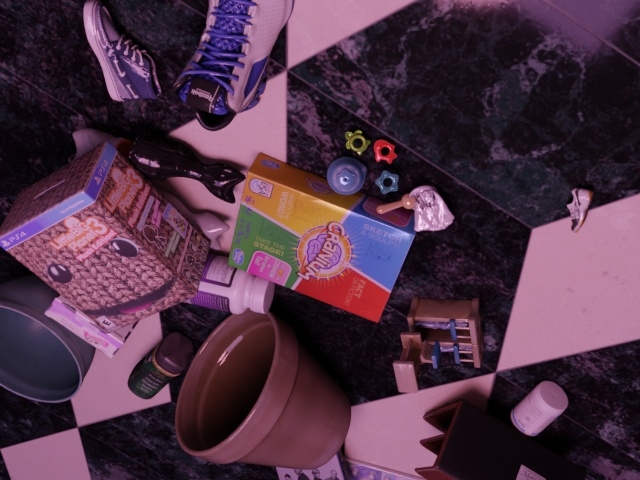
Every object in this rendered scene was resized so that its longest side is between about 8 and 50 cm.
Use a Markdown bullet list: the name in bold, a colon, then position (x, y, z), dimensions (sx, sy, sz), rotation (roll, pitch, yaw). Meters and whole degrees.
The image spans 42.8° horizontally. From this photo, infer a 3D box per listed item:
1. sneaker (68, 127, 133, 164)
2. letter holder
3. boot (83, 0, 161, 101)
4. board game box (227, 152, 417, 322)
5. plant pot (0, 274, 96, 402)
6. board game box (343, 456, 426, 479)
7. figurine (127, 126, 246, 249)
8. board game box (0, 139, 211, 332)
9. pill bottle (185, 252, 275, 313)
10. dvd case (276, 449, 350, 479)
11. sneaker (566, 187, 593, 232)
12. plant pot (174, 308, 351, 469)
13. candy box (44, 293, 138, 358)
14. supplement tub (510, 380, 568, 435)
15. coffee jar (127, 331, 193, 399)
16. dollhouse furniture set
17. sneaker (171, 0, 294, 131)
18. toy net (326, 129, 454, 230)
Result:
- **sneaker**: position (-0.436, -0.110, 1.590), dimensions (0.121, 0.099, 0.262), rotation (28, 128, 11)
- **letter holder**: position (0.346, 0.481, 1.685), dimensions (0.301, 0.152, 0.214), rotation (31, 155, -6)
- **boot**: position (-0.333, -0.324, 1.390), dimensions (0.086, 0.069, 0.190), rotation (0, 136, 12)
- **board game box**: position (0.000, 0.000, 1.520), dimensions (0.316, 0.064, 0.242), rotation (21, 132, 4)
- **plant pot**: position (-0.619, 0.189, 1.822), dimensions (0.293, 0.196, 0.293), rotation (10, 130, 12)
- **board game box**: position (0.149, 0.708, 2.051), dimensions (0.390, 0.050, 0.390), rotation (13, 131, 11)
- **figurine**: position (-0.259, -0.084, 1.541), dimensions (0.209, 0.092, 0.215), rotation (20, 133, -1)
- **board game box**: position (-0.389, 0.002, 1.494), dimensions (0.232, 0.141, 0.291), rotation (-24, 126, 27)
- **pill bottle**: position (-0.193, 0.087, 1.636), dimensions (0.193, 0.108, 0.108), rotation (12, 131, 12)
- **dvd case**: position (-0.025, 0.535, 1.934), dimensions (0.179, 0.029, 0.239), rotation (-11, 100, 28)
- **sneaker**: position (0.422, -0.052, 1.345), dimensions (0.037, 0.032, 0.083), rotation (21, 128, 22)
- **plant pot**: position (-0.096, 0.338, 1.706), dimensions (0.280, 0.323, 0.323), rotation (33, 134, -31)
- **candy box**: position (-0.445, 0.118, 1.698), dimensions (0.165, 0.196, 0.070), rotation (37, 131, -11)
- **supplement tub**: position (0.434, 0.336, 1.625), dimensions (0.071, 0.071, 0.107), rotation (28, 132, -3)
- **coffee jar**: position (-0.365, 0.287, 1.872), dimensions (0.079, 0.096, 0.184), rotation (36, 132, -14)
- **dollhouse furniture set**: position (0.226, 0.214, 1.528), dimensions (0.129, 0.184, 0.129), rotation (0, 128, 20)
- **sneaker**: position (-0.137, -0.289, 1.258), dimensions (0.127, 0.182, 0.316), rotation (19, 132, 3)
- **toy net**: position (0.130, -0.099, 1.410), dimensions (0.232, 0.045, 0.122), rotation (25, 104, -4)
